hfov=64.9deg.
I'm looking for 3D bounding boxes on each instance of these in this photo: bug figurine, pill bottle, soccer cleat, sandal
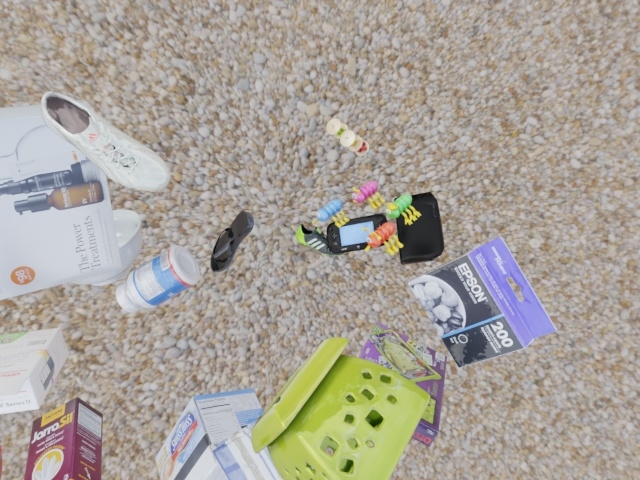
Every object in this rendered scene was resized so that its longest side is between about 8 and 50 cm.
[{"bbox_3d":[0.122,-0.074,1.331,0.216,0.279,0.072,-39,134,-25],"label":"bug figurine"},{"bbox_3d":[-0.466,0.117,1.435,0.221,0.124,0.124,-29,95,14],"label":"pill bottle"},{"bbox_3d":[0.000,0.000,1.688,0.178,0.060,0.072,21,119,11],"label":"soccer cleat"},{"bbox_3d":[-0.303,-0.135,0.708,0.196,0.076,0.068,34,76,-13],"label":"soccer cleat"},{"bbox_3d":[-0.300,0.000,1.618,0.054,0.097,0.255,7,131,-41],"label":"sandal"}]

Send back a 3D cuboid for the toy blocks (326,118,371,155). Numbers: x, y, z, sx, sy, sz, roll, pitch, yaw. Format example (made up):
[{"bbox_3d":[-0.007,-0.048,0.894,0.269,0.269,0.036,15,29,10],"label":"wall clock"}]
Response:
[{"bbox_3d":[0.098,-0.326,1.621,0.123,0.148,0.054,46,106,28],"label":"toy blocks"}]

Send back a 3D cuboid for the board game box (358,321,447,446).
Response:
[{"bbox_3d":[0.183,0.313,1.170,0.208,0.347,0.056,29,110,9],"label":"board game box"}]

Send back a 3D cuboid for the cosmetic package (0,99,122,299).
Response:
[{"bbox_3d":[-0.593,-0.081,1.045,0.284,0.097,0.378,-15,124,-28],"label":"cosmetic package"}]

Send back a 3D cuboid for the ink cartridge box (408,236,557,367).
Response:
[{"bbox_3d":[0.306,0.126,0.974,0.208,0.045,0.206,-33,87,38],"label":"ink cartridge box"}]

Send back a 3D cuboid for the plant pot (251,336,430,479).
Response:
[{"bbox_3d":[0.018,0.317,0.873,0.207,0.228,0.227,40,52,5],"label":"plant pot"}]

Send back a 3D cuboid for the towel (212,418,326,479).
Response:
[{"bbox_3d":[-0.099,0.485,1.089,0.285,0.034,0.209,-39,80,30],"label":"towel"}]

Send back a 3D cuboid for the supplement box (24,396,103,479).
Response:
[{"bbox_3d":[-0.471,0.402,0.928,0.104,0.188,0.081,-29,130,-1],"label":"supplement box"}]

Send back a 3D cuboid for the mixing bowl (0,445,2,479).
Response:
[{"bbox_3d":[-0.843,0.576,1.201,0.181,0.181,0.098,-9,117,-4],"label":"mixing bowl"}]

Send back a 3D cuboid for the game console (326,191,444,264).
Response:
[{"bbox_3d":[0.193,-0.020,1.555,0.360,0.044,0.213,-10,66,17],"label":"game console"}]

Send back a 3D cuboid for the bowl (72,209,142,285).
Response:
[{"bbox_3d":[-0.656,0.041,1.510,0.297,0.298,0.134,-18,124,-4],"label":"bowl"}]

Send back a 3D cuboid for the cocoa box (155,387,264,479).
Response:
[{"bbox_3d":[-0.331,0.666,1.577,0.231,0.228,0.347,7,127,-42],"label":"cocoa box"}]

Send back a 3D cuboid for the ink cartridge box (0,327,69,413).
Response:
[{"bbox_3d":[-0.943,0.419,1.544,0.206,0.353,0.119,-6,112,-5],"label":"ink cartridge box"}]
